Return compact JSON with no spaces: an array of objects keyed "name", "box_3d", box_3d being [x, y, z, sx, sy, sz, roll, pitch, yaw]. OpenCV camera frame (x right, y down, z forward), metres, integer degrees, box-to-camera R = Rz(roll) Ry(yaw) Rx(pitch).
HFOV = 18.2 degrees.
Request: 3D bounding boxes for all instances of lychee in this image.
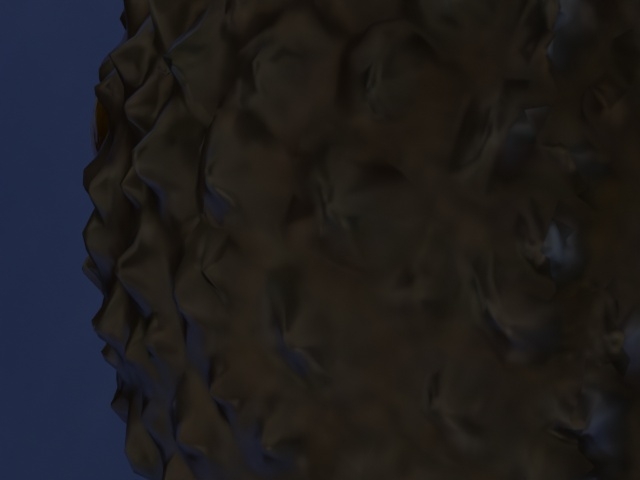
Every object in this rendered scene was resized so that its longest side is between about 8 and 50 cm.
[{"name":"lychee","box_3d":[0.081,-0.013,0.492,0.300,0.300,0.300,-6,-106,21]}]

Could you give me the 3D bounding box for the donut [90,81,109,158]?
[{"name":"donut","box_3d":[0.001,-0.001,0.830,0.114,0.226,0.226,-32,-122,-33]}]
